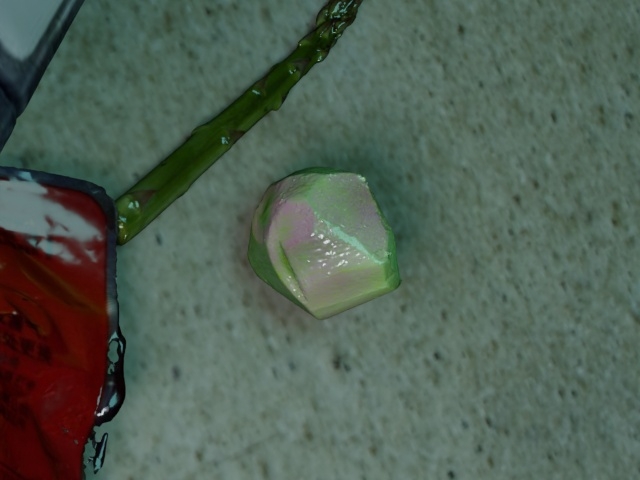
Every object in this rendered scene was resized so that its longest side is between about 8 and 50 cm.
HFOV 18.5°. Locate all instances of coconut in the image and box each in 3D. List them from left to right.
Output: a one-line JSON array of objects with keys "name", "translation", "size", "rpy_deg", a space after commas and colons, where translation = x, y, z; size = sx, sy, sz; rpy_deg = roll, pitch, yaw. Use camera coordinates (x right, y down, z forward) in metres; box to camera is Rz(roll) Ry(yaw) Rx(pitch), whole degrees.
[{"name": "coconut", "translation": [0.000, 0.000, 1.062], "size": [0.083, 0.081, 0.082], "rpy_deg": [42, 33, -61]}]

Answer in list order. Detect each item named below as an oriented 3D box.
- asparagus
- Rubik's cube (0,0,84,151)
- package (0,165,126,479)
[{"name": "asparagus", "translation": [-0.041, -0.075, 1.093], "size": [0.024, 0.025, 0.248], "rpy_deg": [24, 49, 23]}, {"name": "Rubik's cube", "translation": [-0.298, -0.071, 0.593], "size": [0.301, 0.305, 0.303], "rpy_deg": [55, 36, -30]}, {"name": "package", "translation": [-0.178, 0.073, 0.911], "size": [0.194, 0.071, 0.269], "rpy_deg": [18, 61, -36]}]
